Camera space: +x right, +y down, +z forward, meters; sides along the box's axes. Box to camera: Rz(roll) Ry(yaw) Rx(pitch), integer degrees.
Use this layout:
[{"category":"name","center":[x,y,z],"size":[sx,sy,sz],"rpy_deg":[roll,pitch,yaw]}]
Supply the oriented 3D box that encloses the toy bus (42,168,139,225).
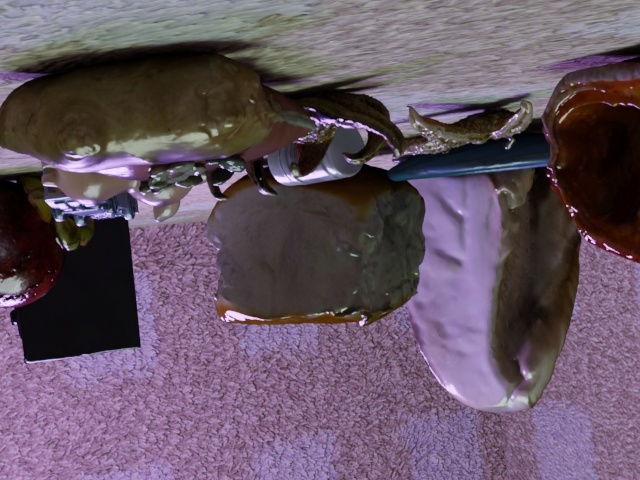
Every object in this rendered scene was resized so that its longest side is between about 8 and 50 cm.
[{"category":"toy bus","center":[-0.231,-0.056,1.395],"size":[0.064,0.075,0.190],"rpy_deg":[-8,178,4]}]

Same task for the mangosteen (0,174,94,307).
[{"category":"mangosteen","center":[-0.364,-0.006,1.672],"size":[0.180,0.166,0.166],"rpy_deg":[-32,-179,-3]}]

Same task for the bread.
[{"category":"bread","center":[0.000,0.000,1.887],"size":[0.250,0.225,0.279],"rpy_deg":[-2,-178,23]}]

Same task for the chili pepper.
[{"category":"chili pepper","center":[0.365,-0.055,1.166],"size":[0.305,0.229,0.251],"rpy_deg":[-7,-164,-33]}]

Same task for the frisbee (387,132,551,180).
[{"category":"frisbee","center":[0.228,-0.115,1.789],"size":[0.289,0.049,0.289],"rpy_deg":[-6,-179,0]}]

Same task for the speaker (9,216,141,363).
[{"category":"speaker","center":[-0.365,0.044,2.040],"size":[0.184,0.232,0.254],"rpy_deg":[-6,-176,-9]}]

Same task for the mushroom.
[{"category":"mushroom","center":[0.277,0.055,2.141],"size":[0.224,0.397,0.313],"rpy_deg":[-5,-177,30]}]

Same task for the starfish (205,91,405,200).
[{"category":"starfish","center":[-0.012,-0.082,1.148],"size":[0.146,0.074,0.190],"rpy_deg":[-14,-175,-35]}]

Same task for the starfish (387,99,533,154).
[{"category":"starfish","center":[0.141,-0.112,1.458],"size":[0.138,0.050,0.247],"rpy_deg":[-5,176,-6]}]

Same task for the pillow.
[{"category":"pillow","center":[-0.101,-0.076,1.016],"size":[0.171,0.075,0.179],"rpy_deg":[-8,178,12]}]

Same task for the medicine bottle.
[{"category":"medicine bottle","center":[-0.005,-0.089,1.443],"size":[0.058,0.058,0.091],"rpy_deg":[-6,179,-45]}]

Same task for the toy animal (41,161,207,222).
[{"category":"toy animal","center":[-0.173,-0.063,1.231],"size":[0.150,0.089,0.083],"rpy_deg":[3,180,-16]}]

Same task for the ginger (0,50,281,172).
[{"category":"ginger","center":[-0.121,-0.079,0.874],"size":[0.190,0.069,0.095],"rpy_deg":[-5,174,5]}]
